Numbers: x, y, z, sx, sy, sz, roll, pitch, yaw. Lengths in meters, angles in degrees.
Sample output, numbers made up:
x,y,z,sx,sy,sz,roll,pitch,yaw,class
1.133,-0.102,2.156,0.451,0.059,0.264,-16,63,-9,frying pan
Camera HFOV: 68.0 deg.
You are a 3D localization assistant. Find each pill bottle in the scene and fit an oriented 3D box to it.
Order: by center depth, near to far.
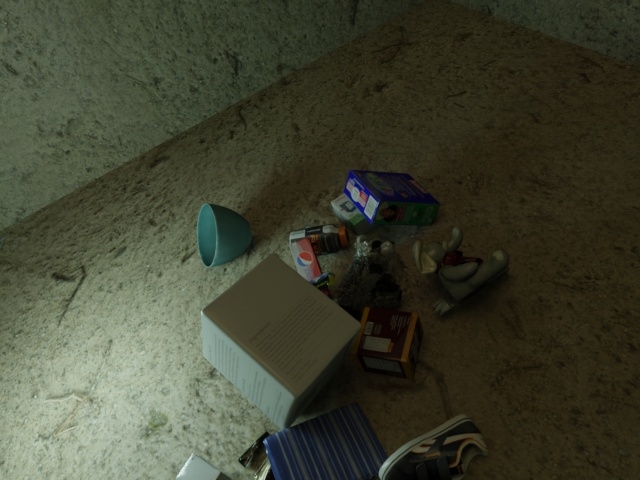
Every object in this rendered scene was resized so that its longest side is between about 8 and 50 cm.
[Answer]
x,y,z,sx,sy,sz,roll,pitch,yaw,class
0.000,0.000,2.067,0.246,0.130,0.130,-11,46,14,pill bottle

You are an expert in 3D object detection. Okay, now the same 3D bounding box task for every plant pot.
x,y,z,sx,sy,sz,roll,pitch,yaw,class
-0.436,-0.026,2.204,0.195,0.290,0.290,-3,35,-31,plant pot

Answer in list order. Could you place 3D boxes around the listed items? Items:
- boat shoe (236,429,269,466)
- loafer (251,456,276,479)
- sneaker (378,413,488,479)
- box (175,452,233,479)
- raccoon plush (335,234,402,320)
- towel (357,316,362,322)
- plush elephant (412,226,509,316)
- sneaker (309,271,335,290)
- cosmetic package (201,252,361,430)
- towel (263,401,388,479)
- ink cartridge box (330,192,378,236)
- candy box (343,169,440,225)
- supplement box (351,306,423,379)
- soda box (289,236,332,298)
x,y,z,sx,sy,sz,roll,pitch,yaw,class
-0.218,0.693,1.585,0.042,0.049,0.133,41,63,13,boat shoe
-0.170,0.751,1.468,0.092,0.102,0.268,-11,36,42,loafer
0.327,0.630,1.357,0.321,0.126,0.127,-29,39,-7,sneaker
-0.344,0.760,1.482,0.130,0.170,0.091,15,57,33,box
0.109,0.154,1.841,0.446,0.216,0.299,-26,31,3,raccoon plush
0.152,0.298,1.817,0.060,0.009,0.083,17,57,34,towel
0.477,0.079,1.702,0.330,0.272,0.255,-40,69,17,plush elephant
-0.005,0.164,1.843,0.144,0.053,0.059,-22,18,19,sneaker
-0.139,0.329,1.559,0.394,0.329,0.327,38,55,16,cosmetic package
0.016,0.656,1.454,0.336,0.040,0.243,-15,44,-19,towel
0.169,-0.135,2.150,0.154,0.093,0.212,-33,44,-8,ink cartridge box
0.299,-0.183,2.014,0.317,0.122,0.268,-1,36,-28,candy box
0.236,0.352,1.647,0.194,0.129,0.191,3,51,25,supplement box
-0.043,0.126,1.932,0.092,0.083,0.263,-21,70,3,soda box
